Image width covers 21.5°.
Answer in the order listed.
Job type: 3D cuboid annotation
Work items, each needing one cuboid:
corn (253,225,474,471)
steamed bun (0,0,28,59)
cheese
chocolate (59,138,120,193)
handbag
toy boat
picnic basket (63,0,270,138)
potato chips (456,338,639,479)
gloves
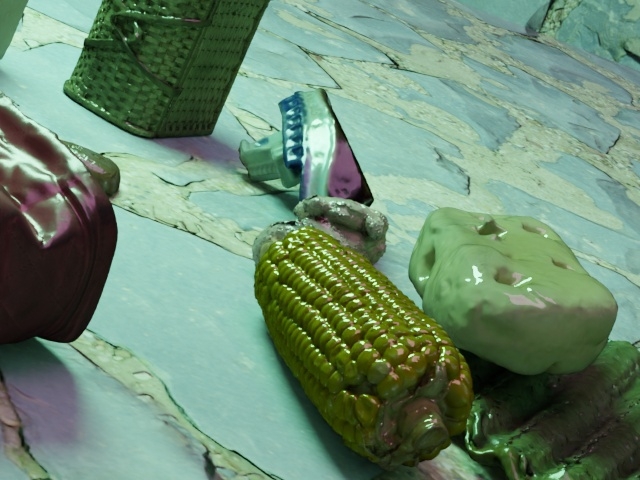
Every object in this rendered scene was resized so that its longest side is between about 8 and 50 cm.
[{"bbox_3d":[0.025,0.081,1.353,0.119,0.119,0.322,13,16,-30],"label":"corn"},{"bbox_3d":[-0.410,-0.261,1.720,0.164,0.146,0.241,31,18,7],"label":"steamed bun"},{"bbox_3d":[0.172,0.042,1.536,0.159,0.093,0.263,10,17,-10],"label":"cheese"},{"bbox_3d":[-0.236,-0.077,1.607,0.100,0.031,0.064,21,13,-3],"label":"chocolate"},{"bbox_3d":[-0.256,-0.018,1.229,0.135,0.146,0.225,-4,33,-45],"label":"handbag"},{"bbox_3d":[-0.020,-0.074,1.767,0.262,0.115,0.114,-111,175,-56],"label":"toy boat"},{"bbox_3d":[-0.171,-0.224,1.842,0.134,0.196,0.154,33,19,20],"label":"picnic basket"},{"bbox_3d":[0.282,0.169,1.491,0.358,0.070,0.429,26,16,17],"label":"potato chips"},{"bbox_3d":[0.004,0.004,1.587,0.110,0.094,0.144,17,23,16],"label":"gloves"}]
